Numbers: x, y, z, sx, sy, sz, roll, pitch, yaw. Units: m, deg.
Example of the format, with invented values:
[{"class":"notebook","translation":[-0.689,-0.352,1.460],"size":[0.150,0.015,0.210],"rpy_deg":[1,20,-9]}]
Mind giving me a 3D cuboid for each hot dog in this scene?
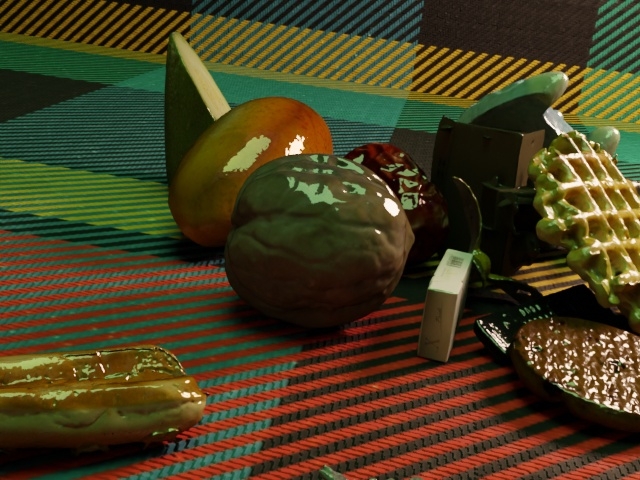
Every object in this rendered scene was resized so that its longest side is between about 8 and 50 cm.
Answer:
[{"class":"hot dog","translation":[-0.219,0.135,0.737],"size":[0.269,0.072,0.109],"rpy_deg":[0,18,-27]}]

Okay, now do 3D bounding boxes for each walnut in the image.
[{"class":"walnut","translation":[0.000,0.000,1.038],"size":[0.224,0.224,0.224],"rpy_deg":[7,18,-2]}]

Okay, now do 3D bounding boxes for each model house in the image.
[{"class":"model house","translation":[0.278,-0.054,1.264],"size":[0.204,0.211,0.243],"rpy_deg":[3,14,-8]}]

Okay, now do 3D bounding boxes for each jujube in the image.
[{"class":"jujube","translation":[0.098,-0.048,1.292],"size":[0.155,0.155,0.230],"rpy_deg":[-1,29,-24]}]

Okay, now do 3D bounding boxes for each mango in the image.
[{"class":"mango","translation":[-0.105,-0.103,1.290],"size":[0.201,0.199,0.350],"rpy_deg":[28,30,7]}]

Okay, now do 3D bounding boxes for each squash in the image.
[{"class":"squash","translation":[-0.164,-0.201,1.469],"size":[0.189,0.260,0.189],"rpy_deg":[6,16,-2]}]

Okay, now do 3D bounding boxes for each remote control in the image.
[{"class":"remote control","translation":[0.275,0.097,1.082],"size":[0.245,0.025,0.063],"rpy_deg":[-10,54,-42]}]

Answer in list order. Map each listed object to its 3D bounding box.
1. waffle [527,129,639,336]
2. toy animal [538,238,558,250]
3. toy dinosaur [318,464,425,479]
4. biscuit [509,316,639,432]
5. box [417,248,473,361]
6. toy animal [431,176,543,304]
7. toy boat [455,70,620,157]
[{"class":"waffle","translation":[0.388,-0.003,1.147],"size":[0.312,0.060,0.307],"rpy_deg":[43,38,-7]},{"class":"toy animal","translation":[0.453,-0.007,1.373],"size":[0.245,0.114,0.146],"rpy_deg":[9,28,10]},{"class":"toy dinosaur","translation":[0.086,0.213,0.665],"size":[0.209,0.039,0.082],"rpy_deg":[22,22,36]},{"class":"biscuit","translation":[0.301,0.140,0.952],"size":[0.212,0.036,0.212],"rpy_deg":[10,21,-4]},{"class":"box","translation":[0.147,0.072,1.041],"size":[0.040,0.084,0.154],"rpy_deg":[13,19,11]},{"class":"toy animal","translation":[0.191,0.032,1.182],"size":[0.095,0.219,0.155],"rpy_deg":[-27,-3,-33]},{"class":"toy boat","translation":[0.322,-0.150,1.456],"size":[0.215,0.330,0.123],"rpy_deg":[41,48,-8]}]
